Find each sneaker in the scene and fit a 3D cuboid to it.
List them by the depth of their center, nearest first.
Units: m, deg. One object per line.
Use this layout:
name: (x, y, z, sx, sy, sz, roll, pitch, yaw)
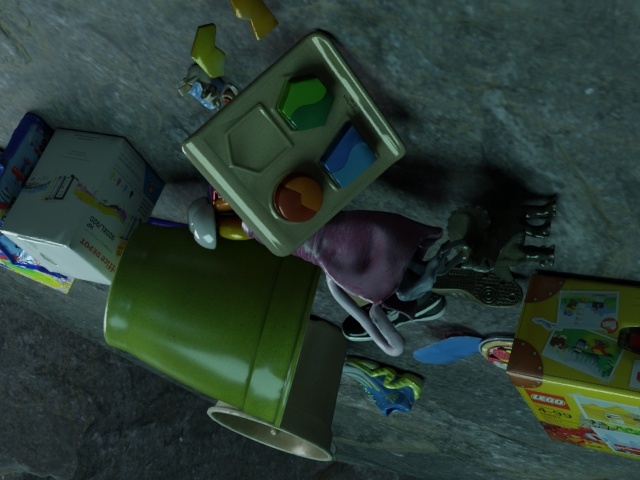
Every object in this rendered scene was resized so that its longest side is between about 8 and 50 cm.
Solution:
sneaker: (0.279, 0.081, 1.455, 0.188, 0.066, 0.071, 15, 174, 29)
sneaker: (0.131, 0.120, 1.573, 0.216, 0.079, 0.121, -19, 143, 9)
sneaker: (0.154, 0.403, 2.204, 0.240, 0.126, 0.091, 11, 156, 23)

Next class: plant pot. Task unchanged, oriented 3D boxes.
plant pot: (-0.198, 0.124, 1.506, 0.352, 0.367, 0.366, 15, 158, 0)
plant pot: (-0.080, 0.356, 2.065, 0.333, 0.306, 0.334, 17, 158, 7)

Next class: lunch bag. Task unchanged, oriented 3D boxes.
lunch bag: (-0.565, -0.092, 1.574, 0.138, 0.221, 0.293, 14, 157, 16)

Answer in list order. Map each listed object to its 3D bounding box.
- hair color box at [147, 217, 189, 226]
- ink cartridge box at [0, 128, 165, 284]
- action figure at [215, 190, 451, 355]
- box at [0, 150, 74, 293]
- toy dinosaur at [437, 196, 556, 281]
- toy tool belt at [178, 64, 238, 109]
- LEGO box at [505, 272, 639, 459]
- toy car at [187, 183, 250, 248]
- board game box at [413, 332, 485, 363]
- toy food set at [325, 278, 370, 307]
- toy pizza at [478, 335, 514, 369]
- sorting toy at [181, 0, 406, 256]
hair color box: (-0.284, 0.051, 1.810, 0.338, 0.110, 0.185, 9, 154, 24)
ink cartridge box: (-0.440, -0.061, 1.516, 0.168, 0.233, 0.171, 11, 156, 25)
action figure: (0.000, 0.000, 1.209, 0.370, 0.276, 0.248, 20, 159, 12)
box: (-0.660, -0.035, 1.854, 0.279, 0.177, 0.290, 26, 158, -14)
toy dinosaur: (0.256, -0.002, 1.183, 0.160, 0.121, 0.313, 3, 177, 9)
toy tool belt: (-0.163, -0.211, 1.165, 0.083, 0.051, 0.052, 33, 155, -29)
LEGO box: (0.613, 0.245, 1.338, 0.499, 0.193, 0.372, 6, 154, 32)
toy car: (-0.145, -0.066, 1.377, 0.159, 0.136, 0.182, -7, -166, -14)
board game box: (0.286, 0.230, 1.792, 0.168, 0.033, 0.133, -28, 144, 35)
toy food set: (0.100, 0.115, 1.717, 0.132, 0.039, 0.192, 15, 164, 33)
toy pizza: (0.437, 0.258, 1.729, 0.201, 0.032, 0.201, 15, 156, 7)
sorting toy: (-0.053, -0.146, 1.004, 0.307, 0.229, 0.041, 50, -179, -28)
